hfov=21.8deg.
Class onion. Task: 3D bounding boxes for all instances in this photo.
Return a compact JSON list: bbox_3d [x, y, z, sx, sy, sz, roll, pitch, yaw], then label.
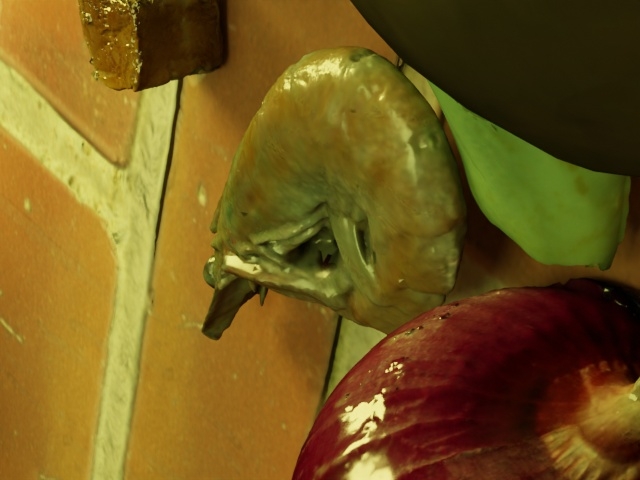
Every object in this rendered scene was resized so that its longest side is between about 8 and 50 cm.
[{"bbox_3d":[0.094,0.156,0.861,0.256,0.230,0.272,19,125,47],"label":"onion"}]

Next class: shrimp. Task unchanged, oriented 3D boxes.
[{"bbox_3d":[0.000,0.000,1.023,0.168,0.077,0.317,59,149,14],"label":"shrimp"}]

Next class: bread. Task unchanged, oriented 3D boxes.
[{"bbox_3d":[-0.116,-0.143,1.122,0.076,0.083,0.070,20,120,42],"label":"bread"}]

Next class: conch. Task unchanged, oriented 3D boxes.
[{"bbox_3d":[0.099,-0.119,0.860,0.143,0.137,0.251,11,134,21],"label":"conch"}]

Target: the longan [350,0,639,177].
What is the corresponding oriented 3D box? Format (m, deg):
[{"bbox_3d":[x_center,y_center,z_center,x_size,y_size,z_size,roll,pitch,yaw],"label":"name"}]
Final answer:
[{"bbox_3d":[0.160,-0.193,0.568,0.336,0.404,0.404,43,148,-21],"label":"longan"}]
